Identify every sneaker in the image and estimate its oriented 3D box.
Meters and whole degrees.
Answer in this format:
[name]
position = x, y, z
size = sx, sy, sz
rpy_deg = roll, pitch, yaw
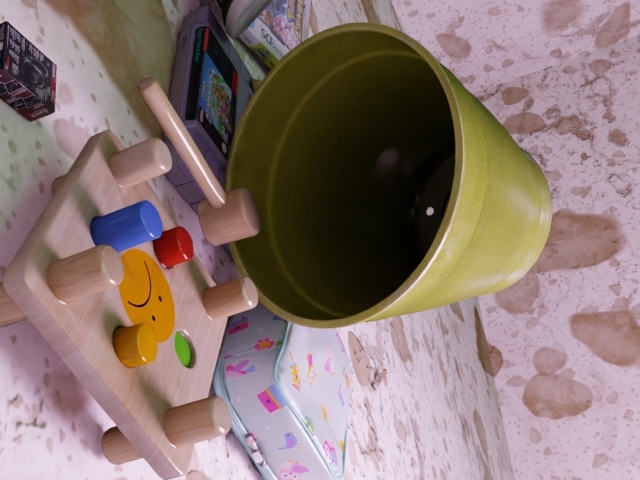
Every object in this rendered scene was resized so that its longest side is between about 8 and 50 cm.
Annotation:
[sneaker]
position = -0.149, -0.407, 1.360
size = 0.147, 0.104, 0.295
rpy_deg = 43, 13, -12

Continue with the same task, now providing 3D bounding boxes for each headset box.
[headset box]
position = -0.290, -0.161, 0.842
size = 0.083, 0.032, 0.062
rpy_deg = 47, 30, -56

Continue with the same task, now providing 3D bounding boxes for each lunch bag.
[lunch bag]
position = -0.039, 0.190, 1.155
size = 0.279, 0.108, 0.224
rpy_deg = -78, 148, -59

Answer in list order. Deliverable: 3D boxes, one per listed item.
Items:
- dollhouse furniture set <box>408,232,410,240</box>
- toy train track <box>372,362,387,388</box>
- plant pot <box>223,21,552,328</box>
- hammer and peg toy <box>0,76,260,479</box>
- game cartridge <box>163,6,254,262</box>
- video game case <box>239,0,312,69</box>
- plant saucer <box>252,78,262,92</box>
[dollhouse furniture set]
position = 0.024, -0.064, 1.389
size = 0.161, 0.212, 0.241
rpy_deg = 0, 78, -76
[toy train track]
position = 0.116, 0.275, 1.730
size = 0.083, 0.014, 0.048
rpy_deg = -35, 113, -67
[plant pot]
position = 0.126, -0.057, 1.154
size = 0.353, 0.367, 0.366
rpy_deg = 11, 61, -48
[hammer and peg toy]
position = -0.175, 0.019, 0.864
size = 0.265, 0.127, 0.361
rpy_deg = 60, 20, -30
[game cartridge]
position = -0.142, -0.162, 1.278
size = 0.230, 0.068, 0.355
rpy_deg = 62, 19, -44
[video game case]
position = -0.088, -0.466, 1.641
size = 0.248, 0.035, 0.274
rpy_deg = 35, 56, -58
[plant saucer]
position = -0.086, -0.227, 1.409
size = 0.083, 0.015, 0.083
rpy_deg = -23, 90, -79
